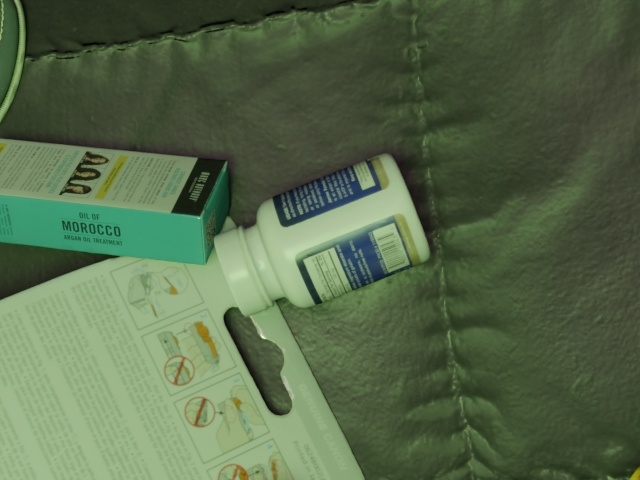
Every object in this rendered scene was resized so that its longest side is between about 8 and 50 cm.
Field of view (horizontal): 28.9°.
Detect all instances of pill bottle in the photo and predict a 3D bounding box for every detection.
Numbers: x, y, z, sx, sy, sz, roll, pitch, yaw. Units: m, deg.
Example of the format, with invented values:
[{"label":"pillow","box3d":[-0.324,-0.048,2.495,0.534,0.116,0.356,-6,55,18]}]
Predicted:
[{"label":"pill bottle","box3d":[0.000,0.000,1.179,0.186,0.112,0.112,-21,78,2]}]

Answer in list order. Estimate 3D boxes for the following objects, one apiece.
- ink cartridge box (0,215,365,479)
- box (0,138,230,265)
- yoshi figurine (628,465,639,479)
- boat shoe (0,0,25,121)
[{"label":"ink cartridge box","box3d":[-0.196,0.183,1.180,0.385,0.091,0.308,-23,76,-23]},{"label":"box","box3d":[-0.218,-0.040,1.220,0.244,0.060,0.100,7,38,9]},{"label":"yoshi figurine","box3d":[0.451,0.261,1.070,0.362,0.204,0.203,25,43,25]},{"label":"boat shoe","box3d":[-0.406,-0.131,1.266,0.116,0.099,0.319,28,85,12]}]
